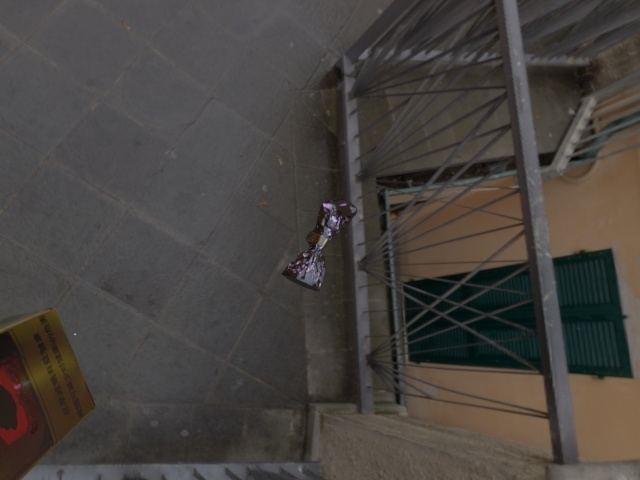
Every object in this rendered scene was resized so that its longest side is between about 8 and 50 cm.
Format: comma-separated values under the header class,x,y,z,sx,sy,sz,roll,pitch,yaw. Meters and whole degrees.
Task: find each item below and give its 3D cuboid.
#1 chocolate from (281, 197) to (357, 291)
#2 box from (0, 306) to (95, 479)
class,x,y,z,sx,sy,sz,roll,pitch,yaw
chocolate,-0.001,-0.001,0.653,0.070,0.072,0.147,17,69,15
box,-0.354,0.176,0.480,0.071,0.240,0.159,-17,95,2
